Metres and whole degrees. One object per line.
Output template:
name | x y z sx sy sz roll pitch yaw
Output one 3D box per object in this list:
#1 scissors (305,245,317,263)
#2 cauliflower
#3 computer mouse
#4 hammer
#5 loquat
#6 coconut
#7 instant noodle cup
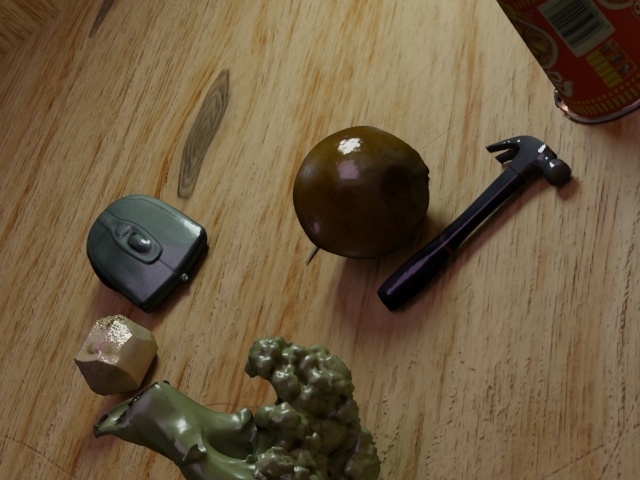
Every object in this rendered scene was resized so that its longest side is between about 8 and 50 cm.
scissors | 0.000 0.000 1.765 0.083 0.006 0.036 -56 28 -12
cauliflower | -0.063 0.231 1.293 0.260 0.281 0.327 -41 18 6
computer mouse | -0.324 0.006 2.098 0.188 0.122 0.371 -53 32 -7
hammer | 0.180 -0.021 1.511 0.290 0.037 0.137 -44 30 9
loquat | 0.052 -0.064 1.603 0.179 0.179 0.227 -57 22 -14
coconut | -0.328 0.190 1.882 0.116 0.116 0.122 -14 43 46
instant noodle cup | 0.314 -0.280 1.456 0.193 0.212 0.193 -35 32 25
